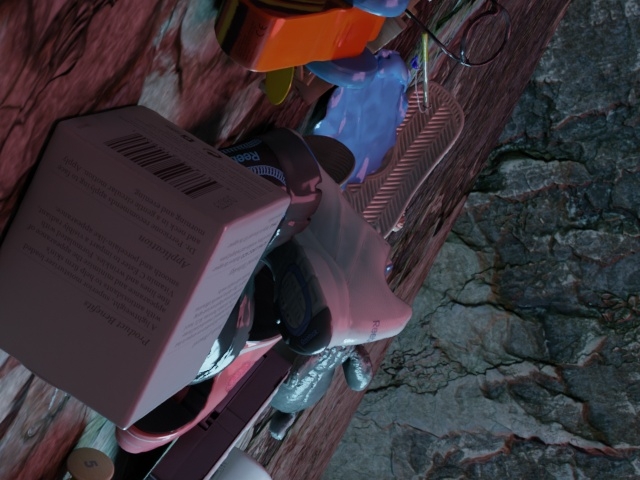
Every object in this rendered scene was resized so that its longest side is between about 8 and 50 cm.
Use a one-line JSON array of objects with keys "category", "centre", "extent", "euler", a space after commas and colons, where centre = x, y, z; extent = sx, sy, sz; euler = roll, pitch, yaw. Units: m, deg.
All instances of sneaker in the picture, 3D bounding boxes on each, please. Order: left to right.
[{"category": "sneaker", "centre": [-0.127, 0.023, 1.413], "extent": [0.140, 0.125, 0.341], "euler": [-12, 143, -38]}, {"category": "sneaker", "centre": [-0.137, 0.130, 1.680], "extent": [0.314, 0.116, 0.136], "euler": [-43, 173, -35]}, {"category": "sneaker", "centre": [-0.053, -0.034, 1.643], "extent": [0.222, 0.083, 0.118], "euler": [-38, 165, -38]}, {"category": "sneaker", "centre": [0.000, 0.000, 1.486], "extent": [0.129, 0.297, 0.111], "euler": [4, 138, -27]}, {"category": "sneaker", "centre": [0.049, -0.066, 1.900], "extent": [0.350, 0.131, 0.148], "euler": [-42, -175, -27]}]

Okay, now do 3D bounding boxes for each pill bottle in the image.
[{"category": "pill bottle", "centre": [-0.184, 0.436, 2.212], "extent": [0.229, 0.131, 0.131], "euler": [-53, 168, -28]}]

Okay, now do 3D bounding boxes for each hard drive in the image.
[{"category": "hard drive", "centre": [-0.168, 0.284, 1.844], "extent": [0.237, 0.064, 0.339], "euler": [-50, 178, -34]}]

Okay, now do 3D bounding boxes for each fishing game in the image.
[{"category": "fishing game", "centre": [0.045, -0.151, 1.763], "extent": [0.264, 0.041, 0.189], "euler": [-44, 146, -25]}]

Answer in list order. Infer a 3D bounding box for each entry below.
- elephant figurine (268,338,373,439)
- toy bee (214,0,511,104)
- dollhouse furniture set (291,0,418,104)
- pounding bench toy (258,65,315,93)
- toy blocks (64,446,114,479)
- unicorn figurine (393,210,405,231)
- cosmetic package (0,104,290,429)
[{"category": "elephant figurine", "centre": [-0.006, 0.139, 1.944], "extent": [0.169, 0.186, 0.239], "euler": [-41, -170, -30]}, {"category": "toy bee", "centre": [0.006, -0.206, 1.273], "extent": [0.195, 0.162, 0.298], "euler": [-52, 147, 13]}, {"category": "dollhouse furniture set", "centre": [0.040, -0.251, 1.477], "extent": [0.161, 0.101, 0.182], "euler": [-34, -171, 42]}, {"category": "pounding bench toy", "centre": [-0.029, -0.180, 1.363], "extent": [0.083, 0.052, 0.065], "euler": [-56, 169, -15]}, {"category": "toy blocks", "centre": [-0.288, 0.312, 1.564], "extent": [0.123, 0.054, 0.148], "euler": [-43, 162, -54]}, {"category": "unicorn figurine", "centre": [0.046, -0.049, 2.000], "extent": [0.060, 0.162, 0.111], "euler": [101, -5, -50]}, {"category": "cosmetic package", "centre": [-0.145, 0.015, 1.102], "extent": [0.183, 0.151, 0.151], "euler": [-61, 170, 18]}]
